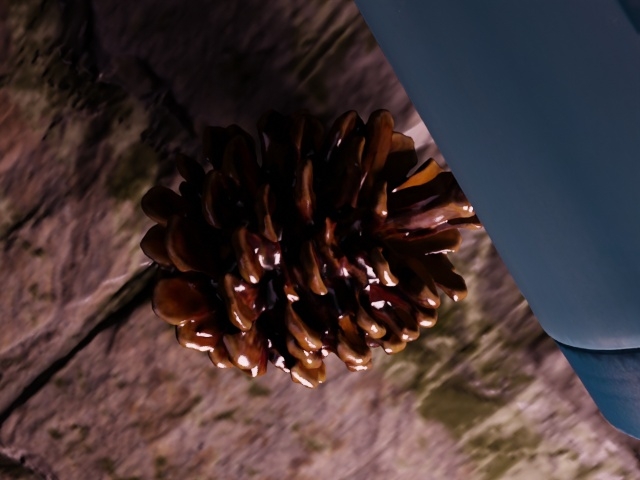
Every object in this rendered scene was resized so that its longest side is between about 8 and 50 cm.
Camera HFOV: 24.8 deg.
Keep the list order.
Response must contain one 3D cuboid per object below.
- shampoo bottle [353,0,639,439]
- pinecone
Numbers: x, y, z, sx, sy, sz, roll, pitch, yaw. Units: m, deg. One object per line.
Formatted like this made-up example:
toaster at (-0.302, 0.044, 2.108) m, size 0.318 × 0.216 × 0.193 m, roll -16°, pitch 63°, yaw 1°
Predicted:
shampoo bottle at (0.195, -0.134, 0.707) m, size 0.331 × 0.331 × 0.343 m, roll -27°, pitch 100°, yaw 29°
pinecone at (0.001, 0.001, 0.933) m, size 0.212 × 0.186 × 0.169 m, roll -9°, pitch 135°, yaw 10°
